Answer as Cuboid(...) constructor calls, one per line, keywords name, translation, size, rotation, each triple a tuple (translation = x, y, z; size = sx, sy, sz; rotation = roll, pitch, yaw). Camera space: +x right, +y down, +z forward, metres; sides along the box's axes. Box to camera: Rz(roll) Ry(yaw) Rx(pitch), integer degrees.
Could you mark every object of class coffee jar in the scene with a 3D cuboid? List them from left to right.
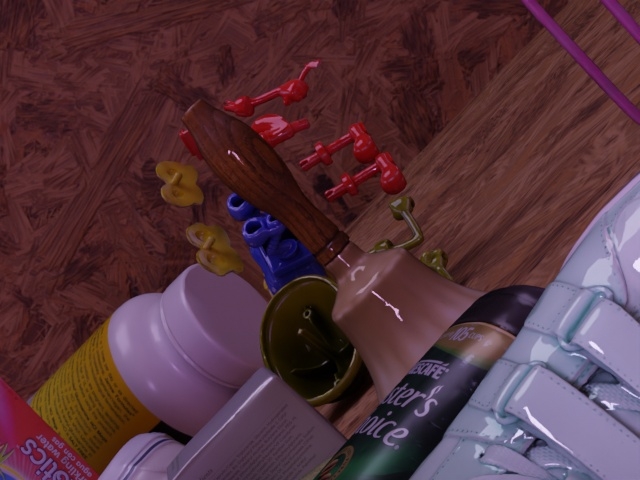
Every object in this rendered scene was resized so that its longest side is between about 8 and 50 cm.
Cuboid(name="coffee jar", translation=(0.048, 0.101, 0.627), size=(0.184, 0.079, 0.096), rotation=(-46, 3, -16))

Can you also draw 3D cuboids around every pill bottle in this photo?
Cuboid(name="pill bottle", translation=(-0.197, 0.181, 1.709), size=(0.334, 0.188, 0.188), rotation=(-44, 4, 27))

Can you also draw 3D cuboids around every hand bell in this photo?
Cuboid(name="hand bell", translation=(0.000, 0.000, 1.008), size=(0.126, 0.242, 0.126), rotation=(-46, 4, 4))

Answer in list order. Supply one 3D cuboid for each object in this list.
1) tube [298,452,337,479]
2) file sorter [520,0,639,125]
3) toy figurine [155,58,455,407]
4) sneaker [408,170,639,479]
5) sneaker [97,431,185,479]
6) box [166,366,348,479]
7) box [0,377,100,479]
Cuboid(name="tube", translation=(0.003, 0.151, 0.829), size=(0.070, 0.062, 0.240), rotation=(-2, 4, 6))
Cuboid(name="file sorter", translation=(0.252, -0.201, 0.845), size=(0.202, 0.182, 0.291), rotation=(-46, 4, -19))
Cuboid(name="toy figurine", translation=(0.017, 0.037, 1.400), size=(0.191, 0.217, 0.362), rotation=(-32, 47, -1))
Cuboid(name="sneaker", translation=(0.079, 0.073, 0.423), size=(0.256, 0.094, 0.151), rotation=(-55, -4, 12))
Cuboid(name="sneaker", translation=(-0.158, 0.253, 1.162), size=(0.091, 0.094, 0.258), rotation=(10, 52, 31))
Cuboid(name="box", translation=(-0.037, 0.148, 1.011), size=(0.102, 0.087, 0.101), rotation=(-46, 3, -5))
Cuboid(name="box", translation=(-0.257, 0.229, 1.272), size=(0.122, 0.257, 0.128), rotation=(-46, 3, -34))
